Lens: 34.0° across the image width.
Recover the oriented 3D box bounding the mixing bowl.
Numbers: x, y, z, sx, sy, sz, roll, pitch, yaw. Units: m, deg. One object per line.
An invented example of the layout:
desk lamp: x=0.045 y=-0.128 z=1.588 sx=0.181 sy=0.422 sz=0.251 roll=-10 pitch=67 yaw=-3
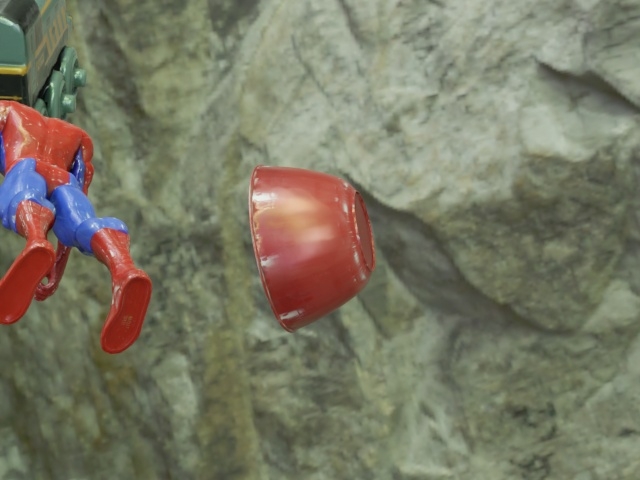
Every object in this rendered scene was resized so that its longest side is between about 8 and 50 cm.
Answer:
mixing bowl: x=0.000 y=0.000 z=1.092 sx=0.181 sy=0.098 sz=0.181 roll=-11 pitch=90 yaw=-79

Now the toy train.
toy train: x=-0.355 y=-0.214 z=1.203 sx=0.334 sy=0.142 sz=0.190 roll=-92 pitch=-173 yaw=-60

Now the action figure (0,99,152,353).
action figure: x=-0.188 y=0.002 z=0.648 sx=0.139 sy=0.092 sz=0.280 roll=-59 pitch=-150 yaw=16
